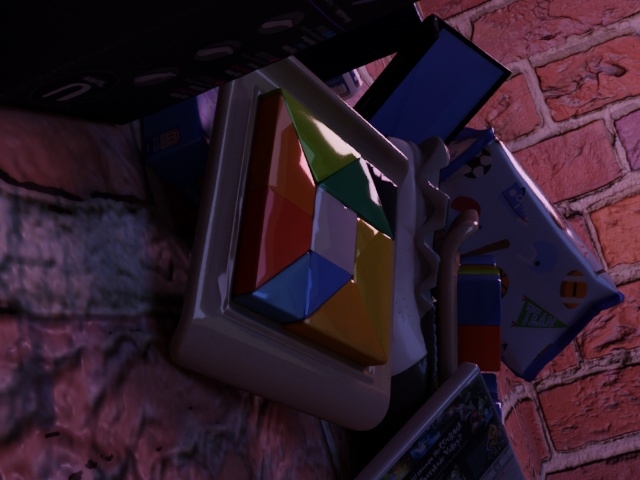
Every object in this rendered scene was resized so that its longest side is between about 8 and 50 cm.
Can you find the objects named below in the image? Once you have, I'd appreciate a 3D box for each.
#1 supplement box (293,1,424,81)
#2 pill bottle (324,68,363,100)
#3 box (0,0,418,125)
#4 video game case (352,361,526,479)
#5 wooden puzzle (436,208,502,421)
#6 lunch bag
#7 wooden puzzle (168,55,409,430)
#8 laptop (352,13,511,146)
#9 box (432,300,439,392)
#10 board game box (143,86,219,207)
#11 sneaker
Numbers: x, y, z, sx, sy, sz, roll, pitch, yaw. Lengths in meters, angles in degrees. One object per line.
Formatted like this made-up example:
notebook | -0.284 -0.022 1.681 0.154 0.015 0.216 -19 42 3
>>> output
supplement box | -0.033 -0.381 0.884 0.195 0.194 0.357 28 44 -70
pill bottle | 0.012 -0.269 1.153 0.067 0.067 0.120 -95 159 -45
box | -0.051 -0.187 0.408 0.143 0.270 0.165 -15 85 -75
video game case | 0.111 0.236 0.709 0.190 0.022 0.173 -39 116 -30
wooden puzzle | 0.172 0.143 0.897 0.322 0.080 0.348 -24 117 -78
lunch bag | 0.254 -0.003 1.247 0.328 0.239 0.385 51 0 -5
wooden puzzle | 0.000 0.000 0.568 0.221 0.044 0.239 33 58 -45
laptop | 0.097 -0.117 0.867 0.136 0.234 0.264 37 22 -8
box | 0.220 0.219 1.287 0.270 0.060 0.216 -22 91 -76
board game box | -0.086 -0.116 0.632 0.160 0.047 0.210 47 27 -57
sneaker | 0.035 0.064 0.752 0.122 0.146 0.331 -163 -106 -77
